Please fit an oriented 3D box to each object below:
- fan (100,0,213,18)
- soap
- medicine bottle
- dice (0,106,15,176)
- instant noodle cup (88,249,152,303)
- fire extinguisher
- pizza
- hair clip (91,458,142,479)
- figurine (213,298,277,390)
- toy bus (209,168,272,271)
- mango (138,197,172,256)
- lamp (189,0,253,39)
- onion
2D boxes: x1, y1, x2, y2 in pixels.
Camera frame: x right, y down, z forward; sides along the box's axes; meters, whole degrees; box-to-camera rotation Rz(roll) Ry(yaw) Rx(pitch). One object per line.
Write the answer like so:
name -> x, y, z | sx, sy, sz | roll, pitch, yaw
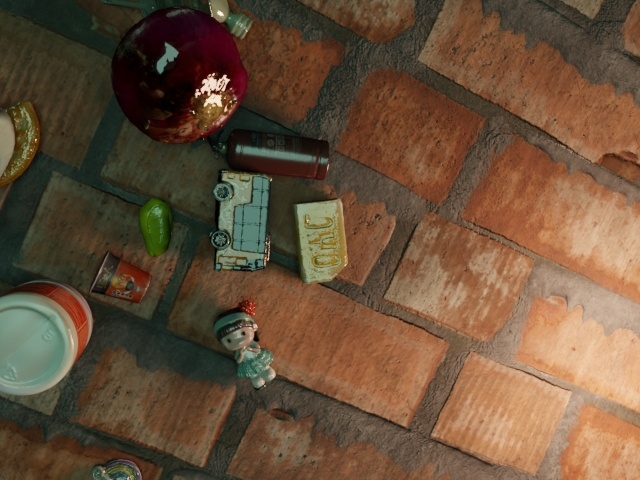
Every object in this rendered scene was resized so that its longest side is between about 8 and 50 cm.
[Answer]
fan -> -0.404, -0.586, 1.598 | 0.294, 0.012, 0.223 | -12, 129, 28
soap -> 0.000, 0.000, 1.748 | 0.140, 0.073, 0.232 | -7, 98, -5
medicine bottle -> -0.734, 0.240, 1.563 | 0.252, 0.241, 0.252 | -1, 96, -9
dice -> -0.919, -0.241, 1.433 | 0.268, 0.262, 0.265 | 31, 98, 9
instant noodle cup -> -0.537, 0.108, 1.650 | 0.135, 0.127, 0.127 | 25, 92, -19
fire extinguisher -> -0.149, -0.246, 1.680 | 0.337, 0.135, 0.114 | 5, 137, -11
pizza -> -0.801, -0.246, 1.589 | 0.127, 0.058, 0.246 | 14, 94, -11
hair clip -> -0.565, 0.691, 1.746 | 0.116, 0.049, 0.172 | -37, 93, -18
figurine -> -0.205, 0.296, 1.733 | 0.138, 0.110, 0.245 | -30, 104, -15
toy bus -> -0.219, -0.051, 1.674 | 0.167, 0.138, 0.275 | 4, 93, -12
mango -> -0.450, -0.037, 1.668 | 0.091, 0.074, 0.165 | 3, 108, -16
lamp -> -0.275, -0.611, 1.623 | 0.193, 0.106, 0.106 | 31, 90, -20
onion -> -0.386, -0.440, 1.539 | 0.348, 0.348, 0.385 | -43, 66, -3
